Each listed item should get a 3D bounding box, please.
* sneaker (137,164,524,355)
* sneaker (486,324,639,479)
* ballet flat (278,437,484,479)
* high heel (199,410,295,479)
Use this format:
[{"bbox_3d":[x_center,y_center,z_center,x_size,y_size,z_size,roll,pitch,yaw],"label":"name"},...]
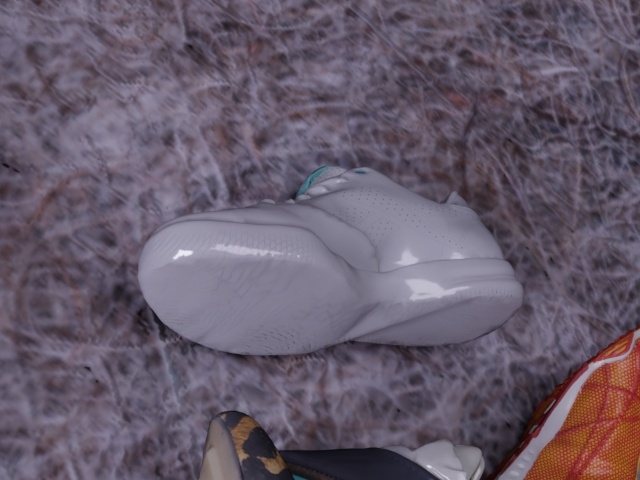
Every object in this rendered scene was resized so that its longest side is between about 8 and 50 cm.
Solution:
[{"bbox_3d":[0.000,0.000,0.634,0.212,0.080,0.094,6,54,-38],"label":"sneaker"},{"bbox_3d":[0.138,0.108,0.667,0.067,0.064,0.175,40,63,7],"label":"sneaker"},{"bbox_3d":[0.072,0.135,0.582,0.203,0.074,0.074,29,52,12],"label":"ballet flat"},{"bbox_3d":[0.046,0.180,0.551,0.186,0.093,0.261,-15,93,-30],"label":"high heel"}]
